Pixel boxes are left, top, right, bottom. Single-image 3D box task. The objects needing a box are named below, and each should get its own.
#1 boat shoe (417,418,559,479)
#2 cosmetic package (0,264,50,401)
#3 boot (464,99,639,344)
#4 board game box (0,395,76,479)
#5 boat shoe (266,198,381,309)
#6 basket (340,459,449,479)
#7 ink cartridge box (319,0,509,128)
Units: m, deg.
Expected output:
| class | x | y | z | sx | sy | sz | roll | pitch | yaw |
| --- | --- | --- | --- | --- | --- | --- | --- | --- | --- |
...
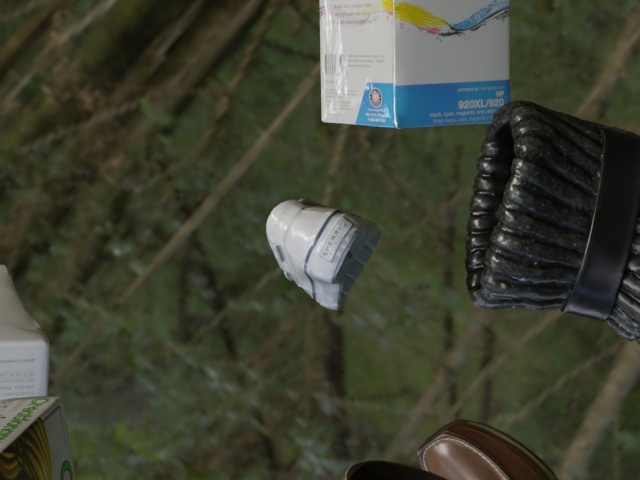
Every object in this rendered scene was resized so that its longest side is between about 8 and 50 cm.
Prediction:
| class | x | y | z | sx | sy | sz | roll | pitch | yaw |
| --- | --- | --- | --- | --- | --- | --- | --- | --- | --- |
| boat shoe | 0.234 | 0.343 | 1.819 | 0.324 | 0.122 | 0.120 | 47 | -155 | -1 |
| cosmetic package | -0.349 | 0.238 | 1.493 | 0.156 | 0.384 | 0.217 | -2 | -161 | -20 |
| boot | 0.248 | 0.066 | 1.311 | 0.260 | 0.347 | 0.131 | 7 | 159 | -19 |
| board game box | -0.198 | 0.275 | 1.073 | 0.193 | 0.053 | 0.305 | -54 | -43 | -76 |
| boat shoe | 0.000 | 0.000 | 1.364 | 0.076 | 0.083 | 0.226 | 30 | 171 | 8 |
| basket | 0.034 | 0.281 | 1.127 | 0.154 | 0.226 | 0.204 | 27 | -164 | 16 |
| ink cartridge box | 0.110 | -0.255 | 1.910 | 0.168 | 0.232 | 0.171 | -6 | -170 | -29 |
